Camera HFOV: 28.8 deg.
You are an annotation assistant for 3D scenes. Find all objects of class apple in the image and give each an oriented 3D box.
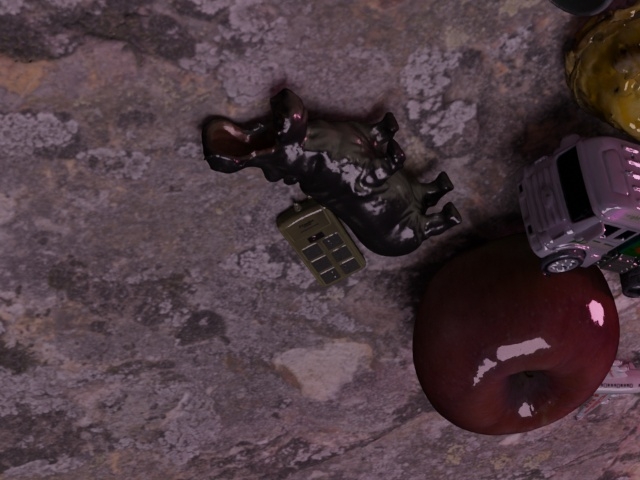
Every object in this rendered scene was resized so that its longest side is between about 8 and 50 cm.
[{"bbox_3d":[0.270,0.128,1.781,0.305,0.235,0.306,-7,134,-8],"label":"apple"}]

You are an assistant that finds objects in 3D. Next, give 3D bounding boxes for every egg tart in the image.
[{"bbox_3d":[0.447,-0.205,1.576,0.278,0.095,0.279,0,147,0],"label":"egg tart"}]

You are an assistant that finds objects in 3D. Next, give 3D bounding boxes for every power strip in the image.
[{"bbox_3d":[0.000,0.000,1.712,0.076,0.028,0.169,-27,135,9],"label":"power strip"}]

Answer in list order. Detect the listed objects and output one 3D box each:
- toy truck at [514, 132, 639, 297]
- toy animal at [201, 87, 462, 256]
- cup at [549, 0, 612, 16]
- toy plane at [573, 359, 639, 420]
[{"bbox_3d":[0.433,-0.036,1.678,0.363,0.177,0.178,10,149,-33],"label":"toy truck"},{"bbox_3d":[0.024,-0.096,1.578,0.343,0.106,0.168,28,127,-30],"label":"toy animal"},{"bbox_3d":[0.318,-0.369,1.378,0.150,0.199,0.199,-28,138,-17],"label":"cup"},{"bbox_3d":[0.470,0.234,2.069,0.171,0.065,0.162,-9,134,-13],"label":"toy plane"}]
